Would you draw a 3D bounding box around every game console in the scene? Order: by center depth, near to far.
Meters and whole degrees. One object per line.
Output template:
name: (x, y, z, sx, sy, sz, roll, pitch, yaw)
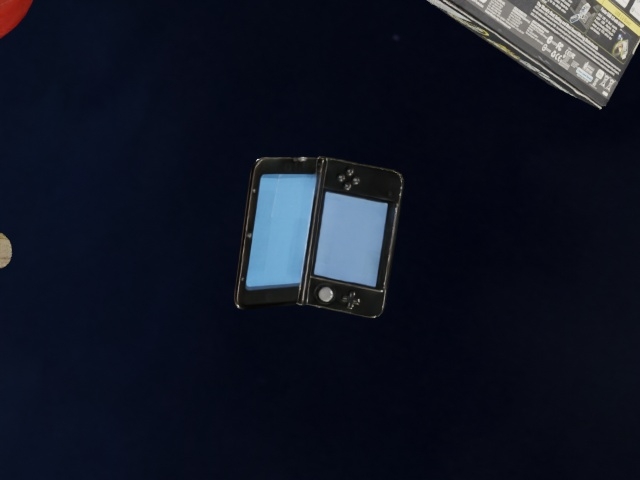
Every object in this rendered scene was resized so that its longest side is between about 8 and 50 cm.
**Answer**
game console: (0.000, 0.000, 1.173, 0.107, 0.071, 0.122, 12, -76, 14)

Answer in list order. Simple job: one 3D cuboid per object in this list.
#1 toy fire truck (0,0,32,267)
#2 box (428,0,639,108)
toy fire truck: (-0.198, -0.089, 0.628, 0.158, 0.217, 0.246, -24, -92, 42)
box: (0.267, -0.350, 1.620, 0.097, 0.395, 0.318, 34, -82, 38)
